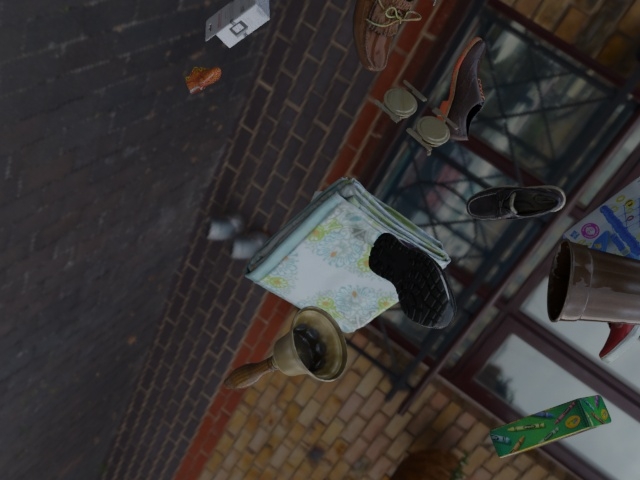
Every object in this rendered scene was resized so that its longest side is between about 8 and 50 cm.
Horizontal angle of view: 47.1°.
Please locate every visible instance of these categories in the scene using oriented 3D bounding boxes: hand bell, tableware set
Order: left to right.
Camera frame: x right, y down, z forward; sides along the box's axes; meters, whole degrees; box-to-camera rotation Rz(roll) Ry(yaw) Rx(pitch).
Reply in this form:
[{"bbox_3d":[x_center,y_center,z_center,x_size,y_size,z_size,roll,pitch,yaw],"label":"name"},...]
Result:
[{"bbox_3d":[-0.083,0.209,1.250,0.242,0.126,0.126,-29,-171,38],"label":"hand bell"},{"bbox_3d":[0.231,-0.296,1.801,0.128,0.194,0.039,-39,166,-32],"label":"tableware set"}]

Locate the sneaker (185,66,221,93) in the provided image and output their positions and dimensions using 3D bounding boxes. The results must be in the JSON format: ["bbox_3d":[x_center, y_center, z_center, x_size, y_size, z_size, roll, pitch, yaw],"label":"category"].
[{"bbox_3d":[-0.354,-0.486,2.175,0.064,0.067,0.175,-29,-168,-38],"label":"sneaker"}]

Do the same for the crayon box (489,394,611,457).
[{"bbox_3d":[0.624,0.506,1.997,0.278,0.081,0.165,-32,155,33],"label":"crayon box"}]

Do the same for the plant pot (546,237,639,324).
[{"bbox_3d":[0.542,0.089,1.420,0.167,0.165,0.167,8,90,-85],"label":"plant pot"}]

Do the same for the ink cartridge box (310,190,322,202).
[{"bbox_3d":[0.000,0.000,1.938,0.158,0.092,0.218,85,22,-48],"label":"ink cartridge box"}]

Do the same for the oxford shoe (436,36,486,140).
[{"bbox_3d":[0.380,-0.380,1.864,0.097,0.098,0.271,14,95,-64],"label":"oxford shoe"}]

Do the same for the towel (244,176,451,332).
[{"bbox_3d":[0.057,0.051,1.656,0.374,0.320,0.090,-39,-153,35],"label":"towel"}]

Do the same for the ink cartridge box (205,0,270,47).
[{"bbox_3d":[-0.223,-0.593,1.971,0.180,0.060,0.104,-28,-135,25],"label":"ink cartridge box"}]

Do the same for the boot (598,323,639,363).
[{"bbox_3d":[0.764,0.189,1.937,0.244,0.176,0.088,-47,170,-18],"label":"boot"}]

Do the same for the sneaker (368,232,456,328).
[{"bbox_3d":[0.202,0.075,1.362,0.107,0.124,0.283,-62,-153,16],"label":"sneaker"}]

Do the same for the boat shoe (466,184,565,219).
[{"bbox_3d":[0.561,-0.111,2.134,0.092,0.285,0.102,-14,101,-67],"label":"boat shoe"}]

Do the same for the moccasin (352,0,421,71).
[{"bbox_3d":[0.188,-0.642,1.964,0.139,0.147,0.380,4,106,-48],"label":"moccasin"}]

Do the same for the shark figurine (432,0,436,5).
[{"bbox_3d":[0.308,-0.744,2.132,0.278,0.166,0.116,4,88,-59],"label":"shark figurine"}]

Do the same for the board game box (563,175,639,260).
[{"bbox_3d":[0.747,0.012,1.584,0.308,0.302,0.086,-38,146,4],"label":"board game box"}]
